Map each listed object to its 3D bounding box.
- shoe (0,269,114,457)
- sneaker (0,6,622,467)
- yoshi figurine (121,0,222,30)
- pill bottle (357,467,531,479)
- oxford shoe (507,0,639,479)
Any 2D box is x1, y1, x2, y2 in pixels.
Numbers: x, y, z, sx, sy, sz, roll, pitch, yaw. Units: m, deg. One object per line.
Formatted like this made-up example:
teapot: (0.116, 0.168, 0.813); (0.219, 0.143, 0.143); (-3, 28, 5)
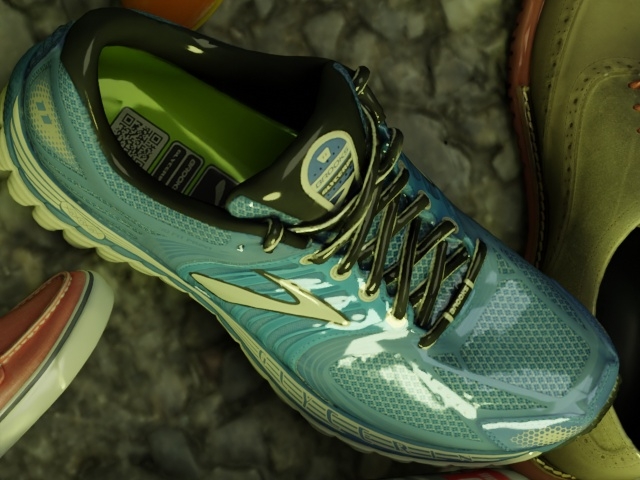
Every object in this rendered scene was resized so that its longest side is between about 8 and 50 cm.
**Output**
shoe: (-0.178, 0.065, 0.921); (0.081, 0.063, 0.178); (46, 75, -21)
sneaker: (0.000, 0.000, 0.927); (0.330, 0.147, 0.130); (29, 70, -7)
yoshi figurine: (-0.153, -0.231, 0.861); (0.362, 0.203, 0.203); (39, 85, -24)
pill bottle: (-0.025, 0.198, 0.932); (0.283, 0.161, 0.161); (-2, 88, -25)
oxford shoe: (0.177, -0.040, 1.054); (0.123, 0.130, 0.348); (7, 84, -24)
